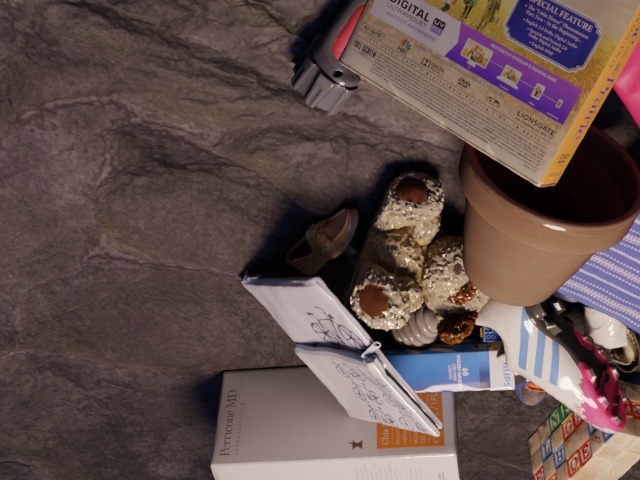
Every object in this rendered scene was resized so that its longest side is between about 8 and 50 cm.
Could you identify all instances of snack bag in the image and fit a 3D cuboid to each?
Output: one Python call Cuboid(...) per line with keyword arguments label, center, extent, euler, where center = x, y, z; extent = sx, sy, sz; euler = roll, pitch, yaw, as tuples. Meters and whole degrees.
Cuboid(label="snack bag", center=(0.023, 0.186, 1.674), extent=(0.342, 0.037, 0.323), euler=(51, 160, -15))

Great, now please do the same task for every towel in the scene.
Cuboid(label="towel", center=(0.527, 0.037, 1.500), extent=(0.243, 0.040, 0.336), euler=(25, 141, -15))

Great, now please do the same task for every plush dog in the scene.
Cuboid(label="plush dog", center=(0.175, 0.047, 1.620), extent=(0.226, 0.262, 0.210), euler=(20, 167, -3))

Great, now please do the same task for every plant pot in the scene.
Cuboid(label="plant pot", center=(0.307, -0.031, 1.468), extent=(0.263, 0.263, 0.229), euler=(10, 134, -6))

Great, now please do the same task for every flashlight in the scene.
Cuboid(label="flashlight", center=(0.074, -0.293, 1.335), extent=(0.103, 0.103, 0.304), euler=(27, 130, -15))

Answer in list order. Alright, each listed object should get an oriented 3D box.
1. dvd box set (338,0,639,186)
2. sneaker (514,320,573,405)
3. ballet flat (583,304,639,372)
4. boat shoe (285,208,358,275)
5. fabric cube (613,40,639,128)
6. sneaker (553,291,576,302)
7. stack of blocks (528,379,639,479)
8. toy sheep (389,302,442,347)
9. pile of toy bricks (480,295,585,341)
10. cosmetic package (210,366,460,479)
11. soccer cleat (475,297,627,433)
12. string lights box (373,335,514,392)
Cuboid(label="dvd box set", center=(0.229, -0.315, 1.103), extent=(0.308, 0.062, 0.420), euler=(35, 112, 26))
Cuboid(label="sneaker", center=(0.414, 0.244, 1.870), extent=(0.083, 0.087, 0.221), euler=(6, 135, -2))
Cuboid(label="ballet flat", center=(0.512, 0.153, 1.724), extent=(0.095, 0.096, 0.280), euler=(19, 163, 43))
Cuboid(label="boat shoe", center=(0.000, 0.000, 1.665), extent=(0.059, 0.063, 0.170), euler=(21, 134, -25))
Cuboid(label="fabric cube", center=(0.468, -0.289, 1.207), extent=(0.259, 0.254, 0.258), euler=(-27, 127, 27))
Cuboid(label="sneaker", center=(0.388, 0.052, 1.706), extent=(0.162, 0.063, 0.073), euler=(10, 124, -19))
Cuboid(label="stack of blocks", center=(0.524, 0.393, 1.955), extent=(0.087, 0.171, 0.297), euler=(16, 133, -12))
Cuboid(label="toy sheep", center=(0.177, 0.150, 1.793), extent=(0.091, 0.091, 0.132), euler=(36, 132, -29))
Cuboid(label="pile of toy bricks", center=(0.358, 0.143, 1.778), extent=(0.212, 0.118, 0.105), euler=(-1, 175, -10))
Cuboid(label="cosmetic package", center=(0.035, 0.372, 1.925), extent=(0.454, 0.230, 0.161), euler=(-5, 134, 8))
Cuboid(label="soccer cleat", center=(0.387, 0.202, 1.678), extent=(0.143, 0.116, 0.331), euler=(-26, 112, 37))
Cuboid(label="string lights box", center=(0.218, 0.227, 1.822), extent=(0.260, 0.133, 0.076), euler=(-4, 96, 7))
